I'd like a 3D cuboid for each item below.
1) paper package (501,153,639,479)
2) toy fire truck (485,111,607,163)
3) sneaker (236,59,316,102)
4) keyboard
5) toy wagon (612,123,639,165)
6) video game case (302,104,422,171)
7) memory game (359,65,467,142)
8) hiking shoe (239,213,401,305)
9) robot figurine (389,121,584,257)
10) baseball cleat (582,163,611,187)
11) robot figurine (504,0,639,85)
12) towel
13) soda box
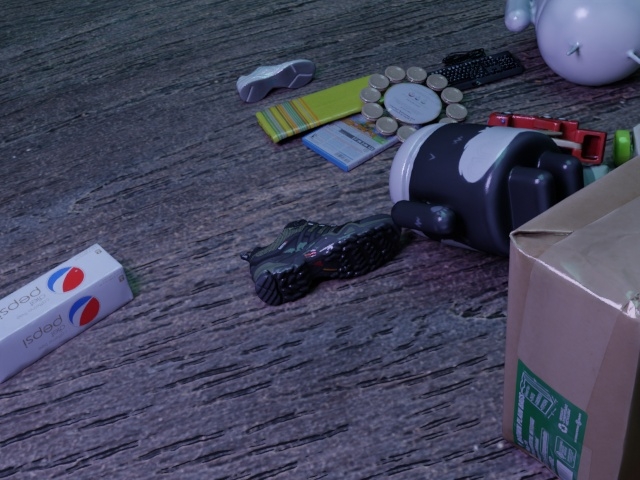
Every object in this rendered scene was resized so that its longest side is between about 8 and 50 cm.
[{"bbox_3d":[0.349,0.082,0.951,0.309,0.325,0.168,-28,45,-21],"label":"paper package"},{"bbox_3d":[0.339,-0.159,1.400,0.192,0.047,0.135,10,16,20],"label":"toy fire truck"},{"bbox_3d":[-0.083,-0.303,1.680,0.152,0.054,0.061,-19,39,-11],"label":"sneaker"},{"bbox_3d":[0.257,-0.311,1.640,0.192,0.038,0.100,-17,41,-10],"label":"keyboard"},{"bbox_3d":[0.572,-0.130,1.352,0.267,0.068,0.344,1,42,11],"label":"toy wagon"},{"bbox_3d":[0.070,-0.180,1.540,0.166,0.015,0.119,-32,45,-24],"label":"video game case"},{"bbox_3d":[0.156,-0.228,1.546,0.186,0.012,0.186,4,52,-5],"label":"memory game"},{"bbox_3d":[0.000,0.000,1.291,0.226,0.086,0.114,-20,45,-12],"label":"hiking shoe"},{"bbox_3d":[0.219,-0.068,1.241,0.278,0.209,0.174,15,84,49],"label":"robot figurine"},{"bbox_3d":[0.349,-0.044,1.304,0.109,0.072,0.206,8,33,28],"label":"baseball cleat"},{"bbox_3d":[0.466,-0.401,1.581,0.299,0.200,0.354,-2,41,9],"label":"robot figurine"},{"bbox_3d":[0.012,-0.229,1.591,0.237,0.021,0.102,-20,38,-10],"label":"towel"},{"bbox_3d":[-0.369,0.097,1.260,0.216,0.069,0.074,-34,47,-26],"label":"soda box"}]
